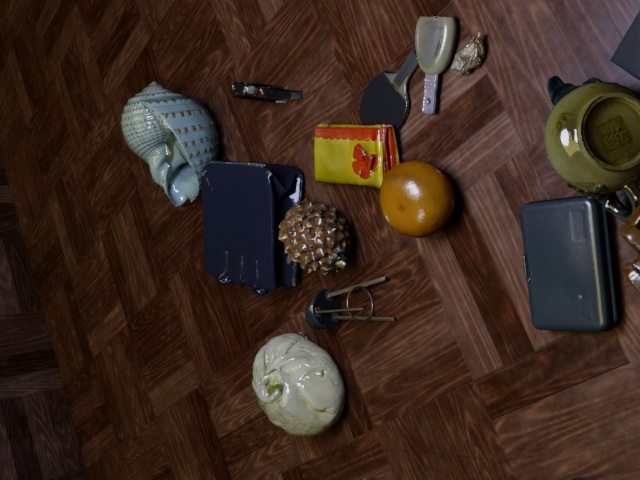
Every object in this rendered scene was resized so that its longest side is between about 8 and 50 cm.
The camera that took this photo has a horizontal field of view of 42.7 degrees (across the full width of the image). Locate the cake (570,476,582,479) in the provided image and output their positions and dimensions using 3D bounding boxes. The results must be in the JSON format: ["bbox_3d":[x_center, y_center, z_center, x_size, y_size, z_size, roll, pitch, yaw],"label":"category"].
[{"bbox_3d":[0.430,0.537,1.465,0.116,0.113,0.295,53,143,39],"label":"cake"}]

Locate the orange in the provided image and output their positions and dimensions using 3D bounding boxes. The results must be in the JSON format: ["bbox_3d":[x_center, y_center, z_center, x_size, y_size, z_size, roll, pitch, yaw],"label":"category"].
[{"bbox_3d":[0.193,-0.084,1.619,0.156,0.124,0.156,21,125,34],"label":"orange"}]

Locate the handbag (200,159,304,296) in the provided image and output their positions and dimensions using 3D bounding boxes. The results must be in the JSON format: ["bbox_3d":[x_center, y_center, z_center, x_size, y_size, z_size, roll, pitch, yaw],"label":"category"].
[{"bbox_3d":[-0.174,-0.036,2.062,0.303,0.122,0.329,9,101,48],"label":"handbag"}]

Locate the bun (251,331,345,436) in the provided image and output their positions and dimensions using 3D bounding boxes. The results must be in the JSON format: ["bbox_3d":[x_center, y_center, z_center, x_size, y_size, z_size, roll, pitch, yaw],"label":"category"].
[{"bbox_3d":[-0.071,0.354,1.966,0.259,0.160,0.259,14,109,48],"label":"bun"}]

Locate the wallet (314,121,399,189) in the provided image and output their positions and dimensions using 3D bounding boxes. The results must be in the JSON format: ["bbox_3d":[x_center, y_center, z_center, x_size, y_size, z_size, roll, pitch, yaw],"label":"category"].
[{"bbox_3d":[0.069,-0.186,1.787,0.241,0.067,0.141,9,108,51],"label":"wallet"}]

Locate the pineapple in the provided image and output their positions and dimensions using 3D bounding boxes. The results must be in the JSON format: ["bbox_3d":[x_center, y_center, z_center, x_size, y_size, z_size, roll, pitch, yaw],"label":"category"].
[{"bbox_3d":[0.000,0.000,1.834,0.193,0.166,0.166,45,127,33],"label":"pineapple"}]

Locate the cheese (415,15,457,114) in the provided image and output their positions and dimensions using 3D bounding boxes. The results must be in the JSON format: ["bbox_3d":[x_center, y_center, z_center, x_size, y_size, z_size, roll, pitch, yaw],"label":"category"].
[{"bbox_3d":[0.222,-0.345,1.614,0.097,0.037,0.192,17,108,48],"label":"cheese"}]

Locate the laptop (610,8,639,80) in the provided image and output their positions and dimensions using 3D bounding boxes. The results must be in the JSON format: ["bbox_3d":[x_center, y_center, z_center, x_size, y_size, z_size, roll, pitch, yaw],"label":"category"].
[{"bbox_3d":[0.539,-0.324,1.257,0.129,0.016,0.180,48,128,35],"label":"laptop"}]

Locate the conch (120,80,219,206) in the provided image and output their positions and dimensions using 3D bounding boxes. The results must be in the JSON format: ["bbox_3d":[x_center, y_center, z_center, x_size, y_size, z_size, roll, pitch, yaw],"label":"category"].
[{"bbox_3d":[-0.382,-0.276,2.214,0.303,0.215,0.319,2,128,55],"label":"conch"}]

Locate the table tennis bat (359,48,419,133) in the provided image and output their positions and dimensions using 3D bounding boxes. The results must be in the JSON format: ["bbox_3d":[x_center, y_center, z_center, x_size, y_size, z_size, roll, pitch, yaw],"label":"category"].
[{"bbox_3d":[0.150,-0.306,1.720,0.130,0.019,0.220,58,135,25],"label":"table tennis bat"}]

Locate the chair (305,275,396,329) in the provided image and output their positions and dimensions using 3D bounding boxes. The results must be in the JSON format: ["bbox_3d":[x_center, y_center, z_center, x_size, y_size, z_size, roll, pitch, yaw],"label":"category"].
[{"bbox_3d":[0.062,0.142,1.836,0.221,0.104,0.095,-16,57,45],"label":"chair"}]

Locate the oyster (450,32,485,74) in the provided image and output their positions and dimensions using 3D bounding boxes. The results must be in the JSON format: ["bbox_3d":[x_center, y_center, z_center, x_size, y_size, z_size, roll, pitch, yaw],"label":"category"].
[{"bbox_3d":[0.283,-0.352,1.556,0.083,0.038,0.080,-142,65,-71],"label":"oyster"}]

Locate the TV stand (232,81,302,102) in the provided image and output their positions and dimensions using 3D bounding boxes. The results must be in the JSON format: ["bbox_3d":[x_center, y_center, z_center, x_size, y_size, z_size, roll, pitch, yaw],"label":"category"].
[{"bbox_3d":[-0.135,-0.366,2.037,0.249,0.036,0.042,18,107,47],"label":"TV stand"}]

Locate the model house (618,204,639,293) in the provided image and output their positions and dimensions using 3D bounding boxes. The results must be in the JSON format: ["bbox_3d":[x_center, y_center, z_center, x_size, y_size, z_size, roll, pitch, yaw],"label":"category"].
[{"bbox_3d":[0.535,0.041,1.167,0.229,0.199,0.219,-20,58,54],"label":"model house"}]

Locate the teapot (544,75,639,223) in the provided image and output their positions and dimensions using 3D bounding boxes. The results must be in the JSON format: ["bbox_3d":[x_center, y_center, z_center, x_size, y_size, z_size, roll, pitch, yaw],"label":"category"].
[{"bbox_3d":[0.439,-0.146,1.309,0.269,0.173,0.182,62,172,-1],"label":"teapot"}]

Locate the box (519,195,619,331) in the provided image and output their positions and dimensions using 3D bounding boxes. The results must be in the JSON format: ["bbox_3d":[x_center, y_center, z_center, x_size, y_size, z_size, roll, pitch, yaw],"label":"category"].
[{"bbox_3d":[0.427,0.041,1.411,0.160,0.050,0.230,-6,91,50],"label":"box"}]
